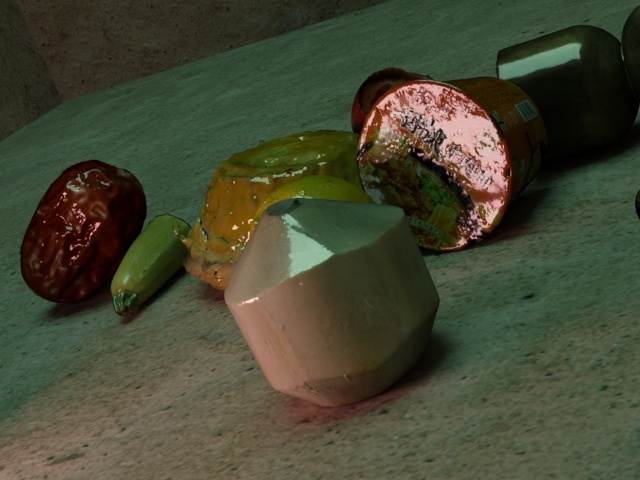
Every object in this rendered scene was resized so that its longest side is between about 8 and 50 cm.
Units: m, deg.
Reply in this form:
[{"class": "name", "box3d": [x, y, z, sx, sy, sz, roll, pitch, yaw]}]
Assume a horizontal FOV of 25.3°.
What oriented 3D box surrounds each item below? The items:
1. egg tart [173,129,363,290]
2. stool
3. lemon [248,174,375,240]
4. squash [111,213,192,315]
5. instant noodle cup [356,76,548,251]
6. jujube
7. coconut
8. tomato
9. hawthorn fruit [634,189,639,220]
[{"class": "egg tart", "box3d": [-0.035, -0.058, 2.100, 0.388, 0.169, 0.388, -16, 18, 5]}, {"class": "stool", "box3d": [0.397, -0.222, 2.001, 0.264, 0.179, 0.179, -17, 17, 21]}, {"class": "lemon", "box3d": [0.000, 0.000, 1.842, 0.173, 0.173, 0.206, -9, 1, 39]}, {"class": "squash", "box3d": [-0.269, 0.051, 2.208, 0.094, 0.094, 0.224, -14, 25, 27]}, {"class": "instant noodle cup", "box3d": [0.189, -0.120, 1.912, 0.230, 0.230, 0.182, -11, 11, 35]}, {"class": "jujube", "box3d": [-0.383, -0.013, 2.300, 0.250, 0.174, 0.174, -56, 7, 18]}, {"class": "coconut", "box3d": [0.010, 0.053, 1.569, 0.241, 0.241, 0.241, -21, 17, 6]}, {"class": "tomato", "box3d": [0.146, -0.173, 2.222, 0.228, 0.101, 0.228, 13, 30, -8]}, {"class": "hawthorn fruit", "box3d": [0.398, -0.043, 1.626, 0.077, 0.077, 0.077, -21, 17, 6]}]
